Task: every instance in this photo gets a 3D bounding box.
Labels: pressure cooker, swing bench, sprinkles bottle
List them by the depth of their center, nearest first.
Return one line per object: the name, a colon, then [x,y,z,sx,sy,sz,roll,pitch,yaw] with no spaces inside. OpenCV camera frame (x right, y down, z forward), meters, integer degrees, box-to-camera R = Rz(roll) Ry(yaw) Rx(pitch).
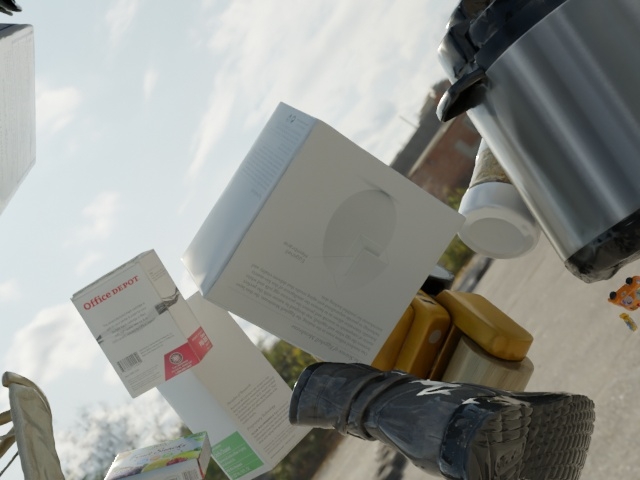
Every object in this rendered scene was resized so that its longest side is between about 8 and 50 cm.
pressure cooker: [0.375,-0.206,1.094,0.375,0.421,0.369,-39,-14,34]
swing bench: [-0.444,0.363,1.187,0.254,0.253,0.165,-34,-43,4]
sprinkles bottle: [0.305,-0.140,1.351,0.121,0.121,0.355,116,177,-55]

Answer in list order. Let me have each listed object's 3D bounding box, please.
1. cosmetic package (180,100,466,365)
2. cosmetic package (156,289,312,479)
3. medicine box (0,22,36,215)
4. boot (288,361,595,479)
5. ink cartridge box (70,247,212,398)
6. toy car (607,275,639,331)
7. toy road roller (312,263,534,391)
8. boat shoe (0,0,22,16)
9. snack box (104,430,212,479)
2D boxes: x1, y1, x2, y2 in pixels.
cosmetic package: [0.000,0.000,1.010,0.225,0.224,0.138,-57,27,3]
cosmetic package: [-0.203,0.298,1.799,0.155,0.365,0.197,-39,-3,-37]
medicine box: [-0.392,-0.104,0.729,0.289,0.263,0.149,-117,29,-71]
boot: [0.137,0.181,0.912,0.338,0.222,0.118,27,-102,-51]
ink cartridge box: [-0.321,0.147,1.584,0.158,0.218,0.092,-29,7,15]
toy car: [0.464,0.096,1.288,0.060,0.041,0.122,-36,-38,12]
toy road roller: [0.133,0.164,1.341,0.240,0.329,0.203,8,-69,-38]
boat shoe: [-0.393,-0.345,0.987,0.187,0.499,0.156,47,-137,-64]
snack box: [-0.233,0.327,1.273,0.141,0.037,0.100,-15,9,2]
